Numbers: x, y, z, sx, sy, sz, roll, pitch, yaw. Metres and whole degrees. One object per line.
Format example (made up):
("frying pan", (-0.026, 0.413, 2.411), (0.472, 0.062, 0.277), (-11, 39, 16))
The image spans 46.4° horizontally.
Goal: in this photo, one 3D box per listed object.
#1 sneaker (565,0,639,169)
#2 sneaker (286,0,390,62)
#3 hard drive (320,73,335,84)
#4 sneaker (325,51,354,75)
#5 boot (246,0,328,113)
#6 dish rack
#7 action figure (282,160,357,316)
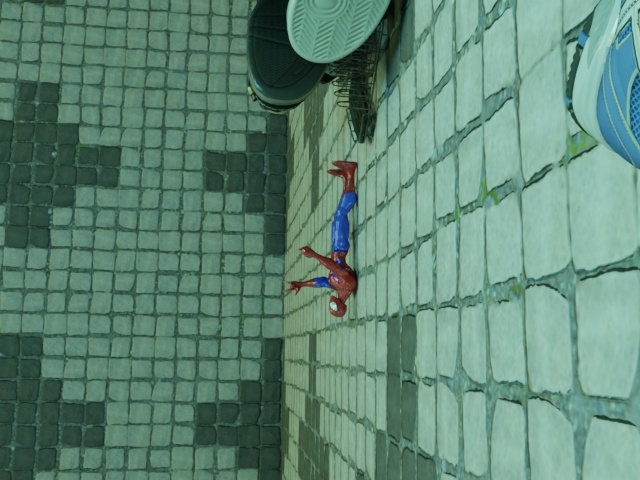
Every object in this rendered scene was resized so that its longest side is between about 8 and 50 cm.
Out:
("sneaker", (0.166, -0.119, 0.310), (0.081, 0.080, 0.211), (-107, 9, -50))
("sneaker", (0.049, -0.415, 1.010), (0.148, 0.131, 0.350), (-95, 27, -54))
("hard drive", (-0.009, -0.468, 1.556), (0.172, 0.054, 0.255), (2, -92, -63))
("sneaker", (0.021, -0.432, 1.453), (0.270, 0.090, 0.145), (-99, 16, -46))
("boot", (-0.058, -0.314, 1.260), (0.284, 0.138, 0.377), (108, 165, -60))
("dish rack", (0.054, -0.305, 1.226), (0.208, 0.074, 0.271), (-96, 10, -52))
("action figure", (0.000, 0.000, 1.359), (0.091, 0.139, 0.280), (120, 149, -78))
